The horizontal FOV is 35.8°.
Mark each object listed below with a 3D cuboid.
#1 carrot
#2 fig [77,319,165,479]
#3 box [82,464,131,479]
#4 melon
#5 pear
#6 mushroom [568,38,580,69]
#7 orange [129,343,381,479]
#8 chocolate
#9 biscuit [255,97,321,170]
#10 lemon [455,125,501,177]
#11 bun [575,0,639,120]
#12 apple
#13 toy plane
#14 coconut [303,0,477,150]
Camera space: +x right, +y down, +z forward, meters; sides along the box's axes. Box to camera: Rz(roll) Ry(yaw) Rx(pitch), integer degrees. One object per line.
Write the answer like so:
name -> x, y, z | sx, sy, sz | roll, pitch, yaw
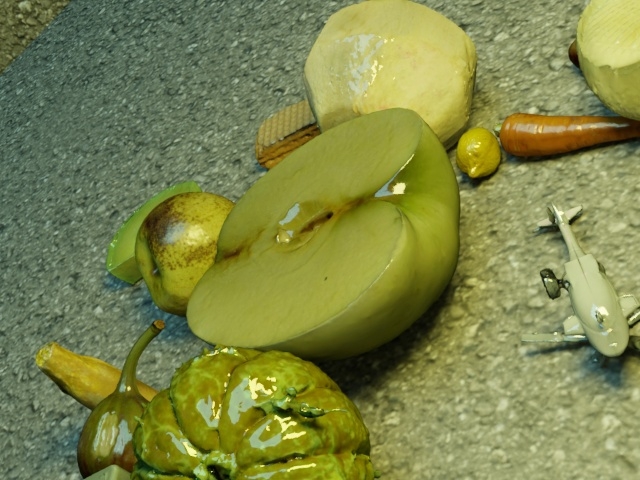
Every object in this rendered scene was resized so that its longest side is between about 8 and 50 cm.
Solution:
carrot -> 0.345, -0.141, 1.309 | 0.256, 0.061, 0.061 | 3, 56, 35
fig -> -0.260, 0.230, 1.369 | 0.149, 0.149, 0.246 | 1, 85, 44
box -> -0.285, 0.390, 1.269 | 0.210, 0.129, 0.148 | -31, 32, 31
melon -> -0.289, -0.019, 1.768 | 0.209, 0.064, 0.118 | -37, 36, 4
pear -> -0.183, 0.018, 1.530 | 0.197, 0.197, 0.197 | -25, 40, 23
mushroom -> 0.400, -0.276, 1.359 | 0.088, 0.073, 0.129 | -46, -3, -40
orange -> -0.072, 0.275, 1.128 | 0.300, 0.223, 0.301 | 4, 80, 29
chocolate -> -0.319, 0.209, 1.434 | 0.085, 0.219, 0.086 | -24, 44, 25
biscuit -> 0.048, -0.231, 1.667 | 0.378, 0.054, 0.094 | -25, 39, 24
lemon -> 0.220, -0.121, 1.388 | 0.065, 0.065, 0.092 | -16, 44, 32
bun -> 0.450, -0.240, 1.213 | 0.259, 0.152, 0.259 | -24, 34, 17
apple -> 0.000, 0.000, 1.296 | 0.360, 0.320, 0.312 | -22, 83, 37
toy plane -> 0.307, 0.031, 1.124 | 0.181, 0.107, 0.273 | -12, 42, 28
coconut -> 0.106, -0.236, 1.472 | 0.259, 0.259, 0.259 | -25, 40, 23
